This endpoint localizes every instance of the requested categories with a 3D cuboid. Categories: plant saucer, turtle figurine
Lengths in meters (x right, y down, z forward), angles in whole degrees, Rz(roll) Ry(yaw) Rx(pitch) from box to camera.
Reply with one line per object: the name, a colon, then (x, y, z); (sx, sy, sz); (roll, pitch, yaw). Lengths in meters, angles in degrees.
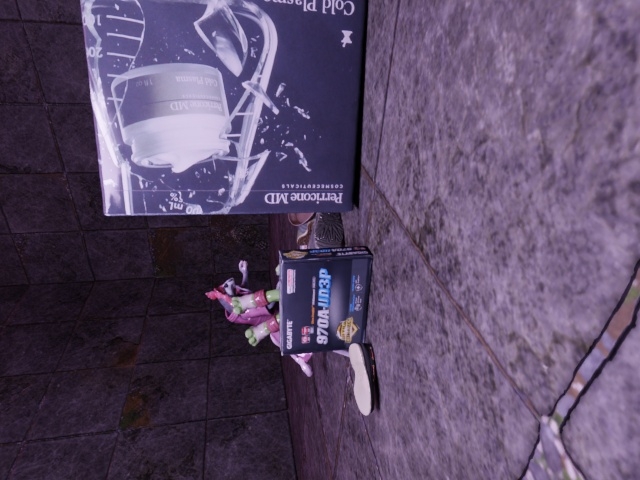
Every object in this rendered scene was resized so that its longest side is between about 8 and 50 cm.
plant saucer: (-0.037, -0.119, 1.229); (0.168, 0.029, 0.168); (-31, 48, 42)
turtle figurine: (-0.084, 0.165, 1.027); (0.197, 0.266, 0.274); (56, -164, -35)

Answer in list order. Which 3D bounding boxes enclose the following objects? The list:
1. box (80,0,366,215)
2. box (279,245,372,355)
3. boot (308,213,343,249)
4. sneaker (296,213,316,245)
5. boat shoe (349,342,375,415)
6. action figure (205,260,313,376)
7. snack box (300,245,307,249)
box: (-0.183, -0.311, 0.857); (0.297, 0.480, 0.471); (-128, 38, -67)
box: (0.006, 0.121, 0.835); (0.051, 0.175, 0.220); (-115, 25, -63)
boot: (0.002, 0.001, 1.099); (0.208, 0.076, 0.189); (115, 166, -54)
sneaker: (-0.034, -0.056, 1.313); (0.192, 0.064, 0.086); (123, 144, -62)
boat shoe: (0.088, 0.264, 0.805); (0.049, 0.042, 0.133); (-30, 61, 49)
action figure: (-0.171, 0.220, 1.265); (0.248, 0.370, 0.275); (11, 84, 65)
snack box: (-0.065, 0.081, 1.614); (0.064, 0.022, 0.178); (-133, 42, -73)
